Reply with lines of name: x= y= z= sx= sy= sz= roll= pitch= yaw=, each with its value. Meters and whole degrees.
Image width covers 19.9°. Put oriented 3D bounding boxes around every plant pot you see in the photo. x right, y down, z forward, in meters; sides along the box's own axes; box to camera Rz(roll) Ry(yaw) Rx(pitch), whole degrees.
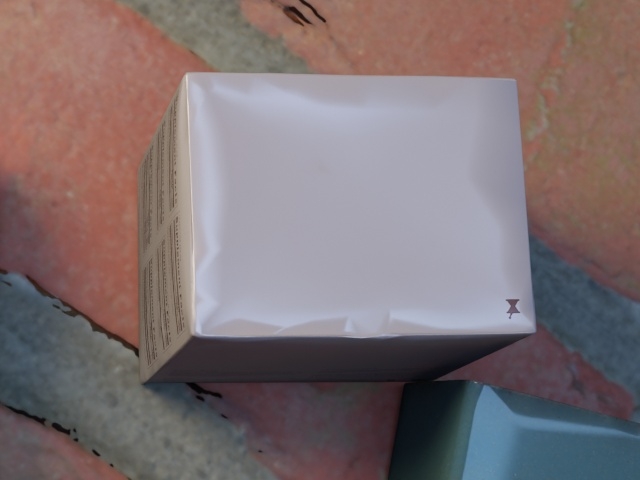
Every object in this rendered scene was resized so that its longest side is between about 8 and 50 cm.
plant pot: x=0.118 y=0.216 z=1.075 sx=0.165 sy=0.166 sz=0.234 roll=15 pitch=81 yaw=-9

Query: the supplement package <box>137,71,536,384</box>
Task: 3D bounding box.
supplement package: x=0.000 y=0.000 z=1.070 sx=0.194 sy=0.203 sz=0.149 roll=0 pitch=78 yaw=-13
